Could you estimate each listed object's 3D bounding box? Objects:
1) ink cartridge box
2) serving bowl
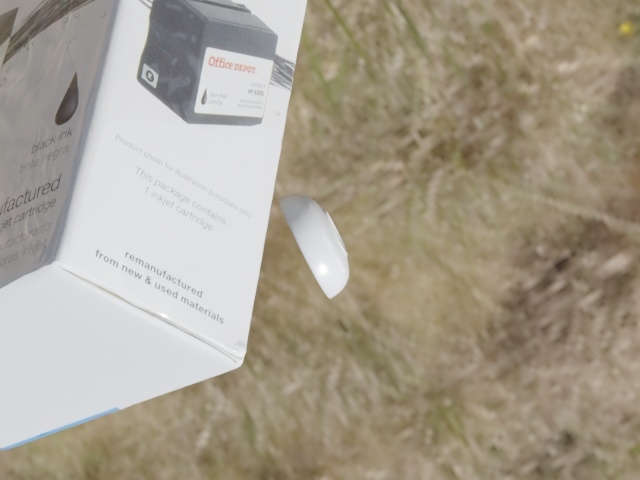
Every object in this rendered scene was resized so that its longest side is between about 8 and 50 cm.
[{"bbox_3d":[-0.134,-0.063,1.039,0.129,0.307,0.223,31,144,-33],"label":"ink cartridge box"},{"bbox_3d":[0.000,0.000,1.351,0.027,0.083,0.083,-27,150,4],"label":"serving bowl"}]
